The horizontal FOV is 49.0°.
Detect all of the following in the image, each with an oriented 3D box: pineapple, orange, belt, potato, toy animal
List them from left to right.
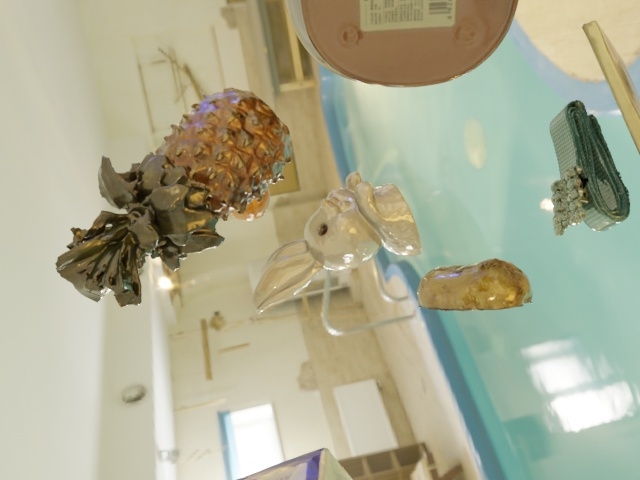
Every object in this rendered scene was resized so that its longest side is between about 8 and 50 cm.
[{"bbox_3d":[-0.175,-0.055,0.833,0.170,0.310,0.141,39,152,4],"label":"pineapple"},{"bbox_3d":[-0.130,-0.074,1.261,0.083,0.083,0.084,169,90,-83],"label":"orange"},{"bbox_3d":[0.002,-0.002,0.867,0.104,0.220,0.131,-110,-2,-53],"label":"toy animal"},{"bbox_3d":[0.259,0.073,1.201,0.200,0.164,0.081,-6,91,45],"label":"potato"},{"bbox_3d":[0.338,-0.097,0.925,0.065,0.099,0.179,119,143,-63],"label":"belt"}]

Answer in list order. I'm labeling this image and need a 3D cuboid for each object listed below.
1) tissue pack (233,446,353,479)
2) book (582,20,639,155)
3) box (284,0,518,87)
[{"bbox_3d":[-0.086,0.414,0.917,0.137,0.269,0.209,60,-166,-20],"label":"tissue pack"},{"bbox_3d":[0.395,-0.147,0.871,0.162,0.022,0.232,13,-124,-55],"label":"book"},{"bbox_3d":[0.095,-0.317,0.824,0.216,0.300,0.301,-98,1,-59],"label":"box"}]
